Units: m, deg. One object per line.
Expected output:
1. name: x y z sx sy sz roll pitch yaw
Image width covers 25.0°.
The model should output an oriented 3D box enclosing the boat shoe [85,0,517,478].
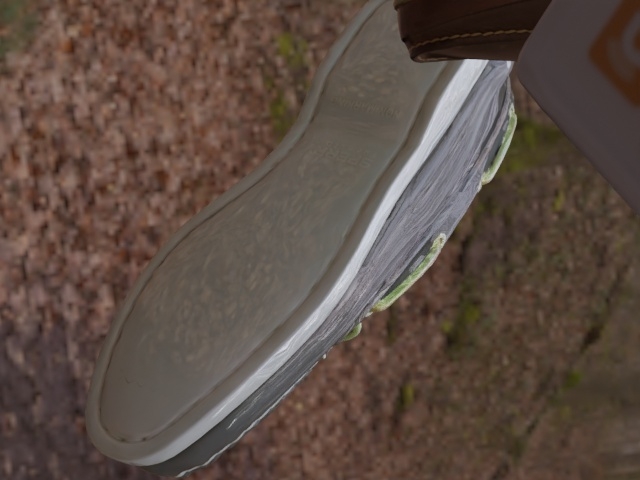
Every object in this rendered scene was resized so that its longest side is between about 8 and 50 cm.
1. boat shoe: 0.003 0.001 0.726 0.305 0.109 0.091 -53 139 -19

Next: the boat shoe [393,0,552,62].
1. boat shoe: 0.107 -0.061 0.422 0.064 0.178 0.060 -11 99 -71

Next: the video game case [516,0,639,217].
1. video game case: 0.196 -0.035 0.168 0.329 0.036 0.300 54 -52 33
